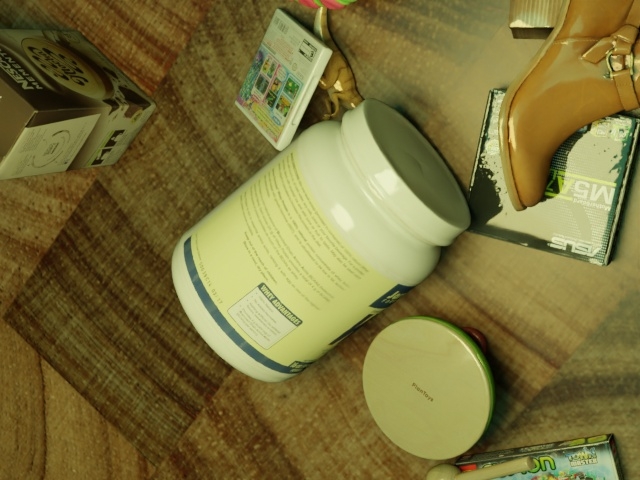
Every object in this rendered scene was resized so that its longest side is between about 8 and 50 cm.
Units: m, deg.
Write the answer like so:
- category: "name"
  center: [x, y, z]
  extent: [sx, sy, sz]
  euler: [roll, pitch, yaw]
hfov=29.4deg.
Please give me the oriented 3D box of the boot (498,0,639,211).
- category: "boot"
  center: [0.324, -0.168, 1.404]
  extent: [0.220, 0.109, 0.283]
  euler: [6, 89, 16]

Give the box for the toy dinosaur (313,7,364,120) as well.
- category: "toy dinosaur"
  center: [0.008, -0.229, 1.585]
  extent: [0.112, 0.064, 0.211]
  euler: [-21, 98, 3]

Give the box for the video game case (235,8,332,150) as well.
- category: "video game case"
  center: [-0.051, -0.209, 1.573]
  extent: [0.143, 0.019, 0.157]
  euler: [-64, 34, 17]

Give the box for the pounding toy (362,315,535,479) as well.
- category: "pounding toy"
  center: [0.170, 0.198, 1.550]
  extent: [0.183, 0.110, 0.237]
  euler: [-33, 82, 36]

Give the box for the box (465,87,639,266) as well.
- category: "box"
  center: [0.282, -0.079, 1.496]
  extent: [0.191, 0.045, 0.184]
  euler: [16, 100, 20]

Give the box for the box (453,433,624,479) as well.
- category: "box"
  center: [0.283, 0.320, 1.560]
  extent: [0.207, 0.036, 0.114]
  euler: [-14, 92, 23]

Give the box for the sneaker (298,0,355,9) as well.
- category: "sneaker"
  center: [-0.106, -0.461, 1.551]
  extent: [0.483, 0.185, 0.202]
  euler: [31, 79, 18]

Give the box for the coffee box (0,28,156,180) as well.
- category: "coffee box"
  center: [-0.373, -0.184, 1.604]
  extent: [0.168, 0.297, 0.119]
  euler: [43, 111, 10]

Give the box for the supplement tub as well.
- category: "supplement tub"
  center: [0.000, 0.000, 1.517]
  extent: [0.325, 0.235, 0.235]
  euler: [-38, 83, 22]
